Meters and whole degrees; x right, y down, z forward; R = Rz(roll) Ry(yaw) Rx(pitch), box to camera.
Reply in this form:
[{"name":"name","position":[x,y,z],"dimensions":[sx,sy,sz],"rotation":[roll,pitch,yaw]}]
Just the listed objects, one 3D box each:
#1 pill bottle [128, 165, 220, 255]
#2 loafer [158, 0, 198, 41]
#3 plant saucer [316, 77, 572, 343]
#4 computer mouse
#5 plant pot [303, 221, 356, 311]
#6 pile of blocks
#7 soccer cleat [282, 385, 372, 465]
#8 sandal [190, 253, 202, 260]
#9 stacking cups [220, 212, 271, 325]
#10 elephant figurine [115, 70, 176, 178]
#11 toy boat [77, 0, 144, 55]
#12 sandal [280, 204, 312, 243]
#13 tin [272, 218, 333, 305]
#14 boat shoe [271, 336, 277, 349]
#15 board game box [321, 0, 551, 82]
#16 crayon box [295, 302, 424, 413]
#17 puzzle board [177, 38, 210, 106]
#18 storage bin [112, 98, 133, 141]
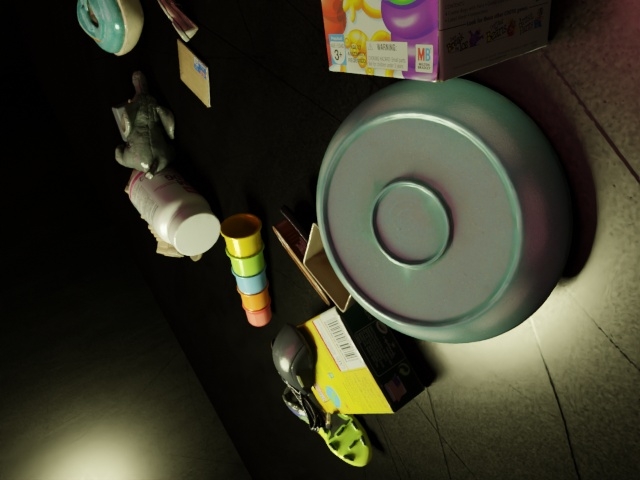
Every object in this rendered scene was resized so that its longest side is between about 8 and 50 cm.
[{"name":"pill bottle","position":[-0.407,-0.088,1.331],"dimensions":[0.283,0.161,0.160],"rotation":[40,144,35]},{"name":"loafer","position":[-0.287,-0.456,0.963],"dimensions":[0.125,0.039,0.045],"rotation":[57,-176,17]},{"name":"plant saucer","position":[0.110,-0.022,0.546],"dimensions":[0.318,0.044,0.317],"rotation":[15,114,36]},{"name":"computer mouse","position":[-0.041,0.299,0.980],"dimensions":[0.184,0.060,0.261],"rotation":[48,152,32]},{"name":"plant pot","position":[0.050,0.025,0.734],"dimensions":[0.109,0.096,0.109],"rotation":[50,148,24]},{"name":"pile of blocks","position":[-0.497,-0.089,1.561],"dimensions":[0.113,0.148,0.361],"rotation":[5,133,18]},{"name":"soccer cleat","position":[0.027,0.439,1.159],"dimensions":[0.289,0.093,0.121],"rotation":[27,166,42]},{"name":"sandal","position":[-0.420,0.017,1.558],"dimensions":[0.072,0.049,0.180],"rotation":[58,151,9]},{"name":"stacking cups","position":[-0.166,0.081,1.168],"dimensions":[0.096,0.096,0.316],"rotation":[39,148,38]},{"name":"elephant figurine","position":[-0.474,-0.316,1.280],"dimensions":[0.186,0.169,0.239],"rotation":[17,117,17]},{"name":"toy boat","position":[-0.558,-0.613,1.154],"dimensions":[0.268,0.148,0.317],"rotation":[1,114,59]},{"name":"sandal","position":[0.000,0.000,0.837],"dimensions":[0.179,0.040,0.067],"rotation":[50,-177,-2]},{"name":"tin","position":[-0.025,0.039,0.902],"dimensions":[0.189,0.040,0.106],"rotation":[52,168,20]},{"name":"boat shoe","position":[-0.089,0.301,1.245],"dimensions":[0.133,0.049,0.041],"rotation":[34,148,50]},{"name":"board game box","position":[0.085,-0.284,0.368],"dimensions":[0.142,0.145,0.275],"rotation":[29,136,47]},{"name":"crayon box","position":[0.043,0.230,0.933],"dimensions":[0.202,0.081,0.318],"rotation":[60,151,6]},{"name":"puzzle board","position":[-0.274,-0.365,1.036],"dimensions":[0.128,0.011,0.096],"rotation":[47,146,27]},{"name":"storage bin","position":[-0.566,-0.363,1.438],"dimensions":[0.098,0.091,0.135],"rotation":[27,134,48]}]
